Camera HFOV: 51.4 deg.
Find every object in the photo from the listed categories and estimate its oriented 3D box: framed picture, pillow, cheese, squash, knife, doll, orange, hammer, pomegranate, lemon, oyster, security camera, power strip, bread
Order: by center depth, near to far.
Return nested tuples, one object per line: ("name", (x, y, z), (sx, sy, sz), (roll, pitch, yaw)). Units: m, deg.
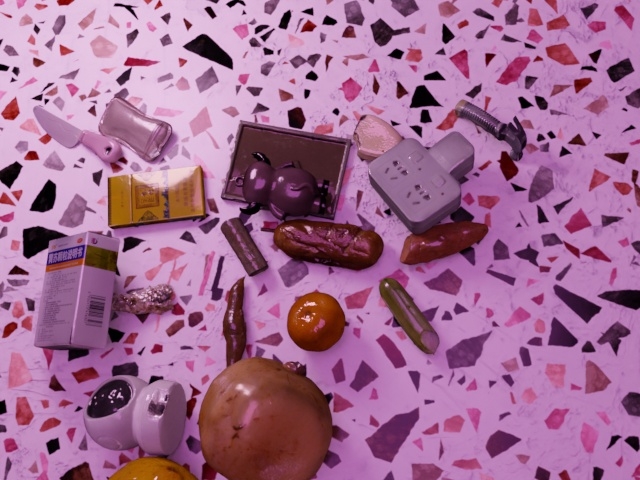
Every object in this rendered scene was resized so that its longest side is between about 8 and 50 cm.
("lemon", (-0.407, 0.660, 1.586), (0.293, 0.293, 0.292), (-1, 75, 5))
("pomegranate", (-0.128, 0.435, 1.598), (0.333, 0.332, 0.332), (-1, 75, 5))
("security camera", (-0.480, 0.443, 1.693), (0.237, 0.194, 0.194), (3, 76, 11))
("orange", (-0.008, 0.214, 1.732), (0.159, 0.136, 0.158), (-9, 62, 18))
("squash", (0.233, 0.198, 1.748), (0.069, 0.069, 0.238), (-34, 74, -4))
("power strip", (0.291, -0.166, 1.796), (0.261, 0.141, 0.229), (-35, 65, -7))
("bread", (0.000, 0.001, 1.813), (0.344, 0.084, 0.124), (10, 76, 8))
("doll", (-0.107, -0.142, 1.820), (0.258, 0.117, 0.181), (8, 75, 6))
("oyster", (-0.497, 0.169, 1.822), (0.200, 0.061, 0.106), (-22, 75, -9))
("hammer", (0.468, -0.320, 1.835), (0.041, 0.158, 0.226), (-45, 63, -9))
("cheese", (0.208, -0.257, 1.878), (0.256, 0.050, 0.127), (26, 80, 4))
("framed picture", (-0.098, -0.205, 1.907), (0.335, 0.022, 0.247), (10, 77, 7))
("pillow", (-0.552, -0.331, 1.971), (0.233, 0.038, 0.130), (29, 92, 13))
("knife", (-0.737, -0.314, 1.994), (0.336, 0.043, 0.081), (25, 93, 17))

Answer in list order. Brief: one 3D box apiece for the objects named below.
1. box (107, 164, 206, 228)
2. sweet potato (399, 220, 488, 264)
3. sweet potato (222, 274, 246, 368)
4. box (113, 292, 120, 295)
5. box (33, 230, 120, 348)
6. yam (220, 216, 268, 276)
("box", (-0.471, -0.124, 1.912), (0.279, 0.041, 0.153), (-7, 76, 3))
("sweet potato", (0.328, 0.000, 1.777), (0.252, 0.097, 0.097), (-17, 75, 2))
("sweet potato", (-0.230, 0.224, 1.788), (0.067, 0.067, 0.273), (1, 74, 5))
("box", (-0.609, 0.160, 1.864), (0.083, 0.012, 0.046), (21, 79, 8))
("box", (-0.652, 0.140, 1.779), (0.200, 0.106, 0.299), (-9, 70, 40))
("yam", (-0.209, 0.018, 1.838), (0.068, 0.068, 0.169), (-31, 79, -3))
